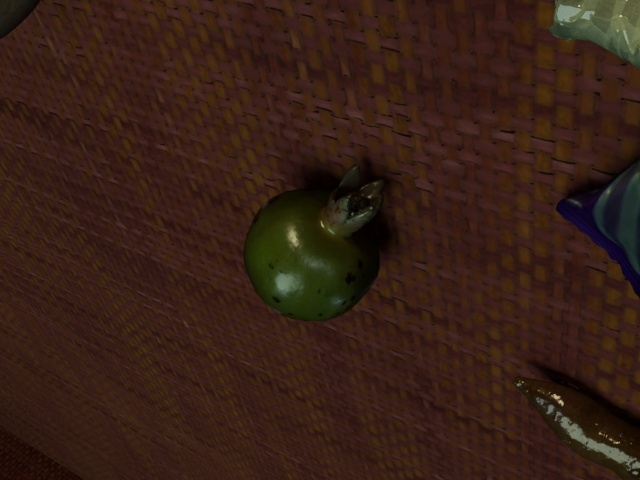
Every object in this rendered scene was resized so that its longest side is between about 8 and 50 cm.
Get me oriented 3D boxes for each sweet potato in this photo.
[{"bbox_3d":[0.275,0.191,0.784,0.218,0.051,0.065,37,151,5],"label":"sweet potato"}]

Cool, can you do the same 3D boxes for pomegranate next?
[{"bbox_3d":[-0.006,-0.003,0.781,0.129,0.129,0.159,25,126,23],"label":"pomegranate"}]

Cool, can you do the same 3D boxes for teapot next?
[{"bbox_3d":[0.174,-0.132,0.487,0.083,0.057,0.067,25,150,33],"label":"teapot"}]

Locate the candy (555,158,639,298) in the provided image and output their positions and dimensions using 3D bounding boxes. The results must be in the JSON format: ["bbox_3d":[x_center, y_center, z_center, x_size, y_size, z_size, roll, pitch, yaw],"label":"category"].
[{"bbox_3d":[0.258,-0.021,0.527,0.145,0.070,0.275,46,151,6],"label":"candy"}]

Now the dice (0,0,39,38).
[{"bbox_3d":[-0.374,-0.283,0.748,0.194,0.192,0.193,26,145,25],"label":"dice"}]
